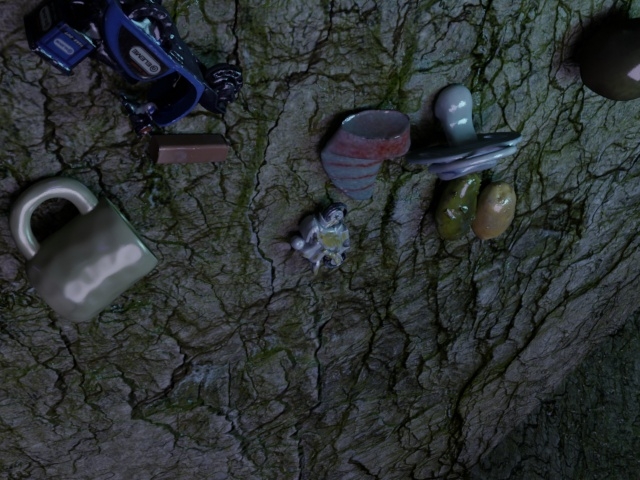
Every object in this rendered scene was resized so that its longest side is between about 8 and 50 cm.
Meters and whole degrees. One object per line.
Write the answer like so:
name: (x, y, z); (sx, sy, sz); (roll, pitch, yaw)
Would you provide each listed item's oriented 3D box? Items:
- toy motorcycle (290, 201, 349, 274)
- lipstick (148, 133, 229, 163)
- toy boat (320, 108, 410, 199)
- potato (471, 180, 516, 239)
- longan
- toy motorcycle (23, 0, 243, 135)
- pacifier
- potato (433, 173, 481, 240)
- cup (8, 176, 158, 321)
toy motorcycle: (0.000, 0.000, 1.929); (0.151, 0.074, 0.228); (-18, 144, -15)
lipstick: (-0.251, -0.176, 1.552); (0.145, 0.045, 0.045); (-6, 138, -33)
toy boat: (0.089, -0.170, 1.806); (0.206, 0.096, 0.282); (-12, 153, -16)
potato: (0.457, -0.082, 2.147); (0.119, 0.109, 0.178); (-1, 138, -8)
longan: (0.709, -0.417, 1.877); (0.213, 0.198, 0.198); (-20, 143, -16)
toy motorcycle: (-0.289, -0.289, 1.334); (0.213, 0.125, 0.358); (-33, 144, 15)
pacifier: (0.323, -0.250, 1.823); (0.279, 0.227, 0.207); (-17, 102, -21)
potato: (0.352, -0.088, 2.075); (0.117, 0.090, 0.225); (-30, 144, -30)
cup: (-0.450, 0.019, 1.508); (0.202, 0.173, 0.255); (-39, 143, -7)
